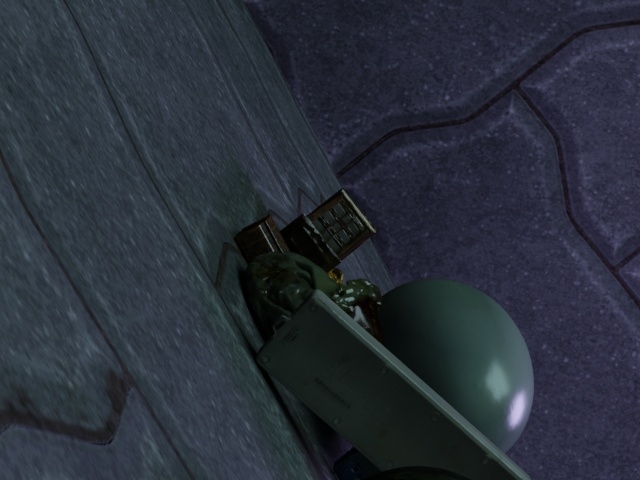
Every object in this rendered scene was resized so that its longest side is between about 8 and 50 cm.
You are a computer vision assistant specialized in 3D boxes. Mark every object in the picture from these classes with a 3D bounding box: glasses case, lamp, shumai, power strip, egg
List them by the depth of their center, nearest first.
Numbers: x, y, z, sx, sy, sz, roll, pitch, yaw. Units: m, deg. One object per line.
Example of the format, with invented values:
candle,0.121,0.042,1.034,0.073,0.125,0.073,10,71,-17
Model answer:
power strip,0.089,0.207,1.776,0.367,0.106,0.043,42,11,-4
shumai,0.000,0.077,1.931,0.184,0.142,0.184,-25,90,-83
egg,0.154,0.172,1.999,0.230,0.230,0.371,60,0,-16
glasses case,-0.035,0.075,2.061,0.218,0.049,0.075,61,6,-6
lamp,0.000,0.000,2.255,0.090,0.089,0.325,51,14,0

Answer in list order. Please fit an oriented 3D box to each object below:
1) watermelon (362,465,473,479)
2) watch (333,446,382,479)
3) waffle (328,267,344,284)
watermelon,0.088,0.303,1.408,0.212,0.212,0.212,61,7,-12
watch,0.122,0.376,1.967,0.274,0.068,0.276,63,7,10
waffle,0.018,0.085,2.439,0.231,0.051,0.229,64,10,22
